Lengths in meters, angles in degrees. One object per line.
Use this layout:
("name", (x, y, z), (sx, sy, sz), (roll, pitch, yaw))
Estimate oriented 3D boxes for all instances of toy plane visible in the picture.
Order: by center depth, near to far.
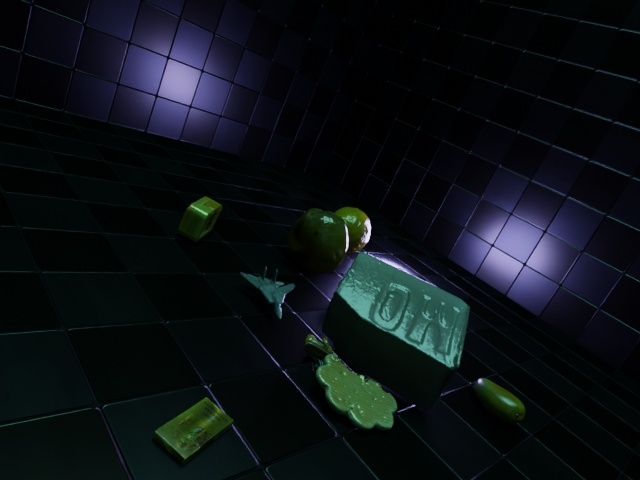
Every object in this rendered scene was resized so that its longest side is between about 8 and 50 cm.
("toy plane", (-0.166, 0.200, 1.543), (0.212, 0.088, 0.267), (16, 27, -24))

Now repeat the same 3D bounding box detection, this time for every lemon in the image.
("lemon", (0.147, -0.053, 2.430), (0.245, 0.245, 0.320), (26, 23, 3))

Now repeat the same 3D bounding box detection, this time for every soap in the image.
("soap", (0.242, 0.270, 1.491), (0.434, 0.213, 0.350), (27, 41, 12))

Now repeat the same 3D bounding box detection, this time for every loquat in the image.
("loquat", (0.000, 0.000, 2.013), (0.275, 0.284, 0.276), (17, 19, -6))

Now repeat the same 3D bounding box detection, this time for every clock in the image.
("clock", (-0.487, -0.090, 1.841), (0.096, 0.144, 0.202), (27, 16, -1))

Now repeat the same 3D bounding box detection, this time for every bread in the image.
("bread", (0.092, 0.425, 1.240), (0.250, 0.039, 0.182), (35, 30, 3))

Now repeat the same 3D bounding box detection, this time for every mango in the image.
("mango", (0.605, 0.543, 1.554), (0.130, 0.092, 0.195), (15, 15, -24))

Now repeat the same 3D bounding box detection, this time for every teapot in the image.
("teapot", (0.018, 0.368, 1.338), (0.083, 0.049, 0.063), (14, 20, -31))

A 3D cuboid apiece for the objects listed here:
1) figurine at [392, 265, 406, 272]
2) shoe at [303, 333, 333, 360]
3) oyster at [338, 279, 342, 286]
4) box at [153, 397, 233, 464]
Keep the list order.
("figurine", (0.260, 0.227, 1.788), (0.197, 0.175, 0.265), (33, 58, 0))
("shoe", (-0.003, 0.328, 1.388), (0.108, 0.072, 0.069), (21, 23, -13))
("oyster", (0.205, 0.188, 1.968), (0.336, 0.133, 0.198), (-5, 58, -32))
("box", (-0.259, 0.390, 0.942), (0.089, 0.022, 0.156), (31, 18, 21))
